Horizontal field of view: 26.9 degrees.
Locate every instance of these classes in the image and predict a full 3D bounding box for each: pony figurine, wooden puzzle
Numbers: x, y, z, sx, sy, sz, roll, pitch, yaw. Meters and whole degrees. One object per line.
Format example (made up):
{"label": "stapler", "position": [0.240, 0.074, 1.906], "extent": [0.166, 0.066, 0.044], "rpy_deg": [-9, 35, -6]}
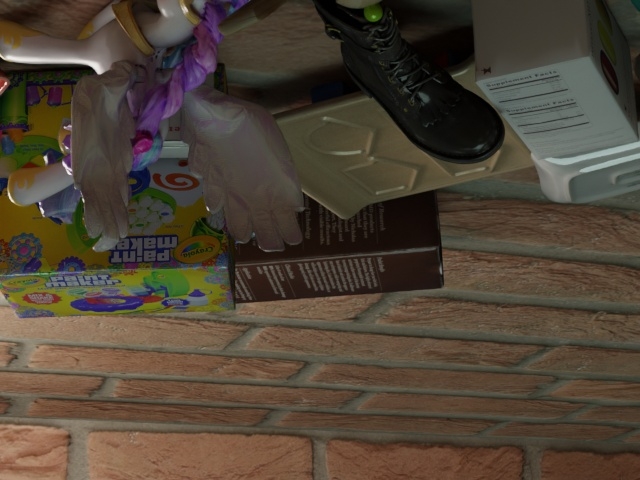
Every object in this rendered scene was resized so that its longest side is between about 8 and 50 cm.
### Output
{"label": "pony figurine", "position": [-0.201, -0.143, 1.452], "extent": [0.363, 0.351, 0.302], "rpy_deg": [-16, 167, 42]}
{"label": "wooden puzzle", "position": [0.117, -0.153, 1.817], "extent": [0.347, 0.081, 0.322], "rpy_deg": [-17, 155, 23]}

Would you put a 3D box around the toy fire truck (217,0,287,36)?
{"label": "toy fire truck", "position": [0.002, -0.295, 1.180], "extent": [0.158, 0.246, 0.217], "rpy_deg": [11, 156, -32]}

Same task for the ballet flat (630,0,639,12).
{"label": "ballet flat", "position": [0.432, -0.240, 1.500], "extent": [0.067, 0.206, 0.073], "rpy_deg": [-36, 151, -2]}

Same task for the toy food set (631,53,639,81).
{"label": "toy food set", "position": [0.558, -0.141, 1.662], "extent": [0.306, 0.220, 0.092], "rpy_deg": [8, 130, -25]}

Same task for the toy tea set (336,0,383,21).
{"label": "toy tea set", "position": [0.170, -0.287, 1.293], "extent": [0.336, 0.124, 0.200], "rpy_deg": [-15, -171, 33]}

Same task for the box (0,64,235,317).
{"label": "box", "position": [-0.259, -0.060, 1.722], "extent": [0.289, 0.279, 0.177], "rpy_deg": [-1, 159, -1]}

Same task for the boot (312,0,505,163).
{"label": "boot", "position": [0.083, -0.201, 1.505], "extent": [0.263, 0.091, 0.229], "rpy_deg": [38, 176, 22]}

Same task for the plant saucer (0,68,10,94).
{"label": "plant saucer", "position": [-0.551, -0.194, 1.665], "extent": [0.258, 0.048, 0.259], "rpy_deg": [11, 156, -31]}

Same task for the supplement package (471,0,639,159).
{"label": "supplement package", "position": [0.280, -0.210, 1.585], "extent": [0.133, 0.139, 0.244], "rpy_deg": [-10, 158, 23]}

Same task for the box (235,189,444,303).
{"label": "box", "position": [0.000, 0.000, 2.111], "extent": [0.381, 0.143, 0.191], "rpy_deg": [-3, 159, 6]}

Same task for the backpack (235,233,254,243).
{"label": "backpack", "position": [-0.118, -0.064, 1.981], "extent": [0.084, 0.105, 0.114], "rpy_deg": [-24, 159, -6]}

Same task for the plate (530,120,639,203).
{"label": "plate", "position": [0.444, -0.112, 1.884], "extent": [0.277, 0.045, 0.278], "rpy_deg": [-16, 167, 10]}

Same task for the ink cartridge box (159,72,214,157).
{"label": "ink cartridge box", "position": [-0.179, -0.171, 1.640], "extent": [0.099, 0.135, 0.056], "rpy_deg": [0, 160, -4]}
